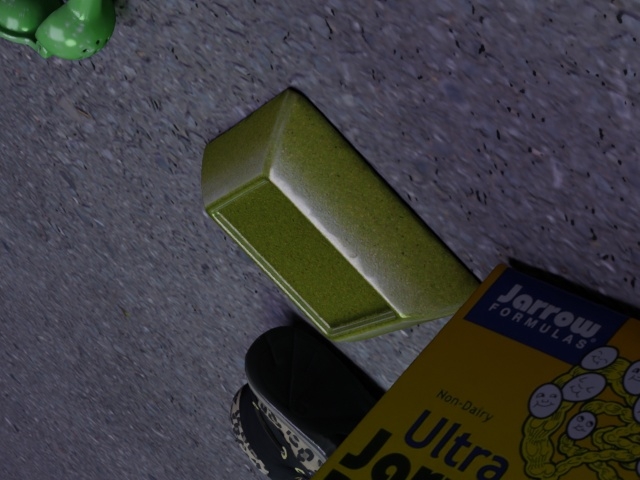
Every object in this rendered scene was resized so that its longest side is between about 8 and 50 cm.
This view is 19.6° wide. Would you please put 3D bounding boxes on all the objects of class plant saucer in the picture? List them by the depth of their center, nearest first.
[{"bbox_3d":[0.000,0.000,1.241,0.188,0.045,0.188,46,158,-8],"label":"plant saucer"}]

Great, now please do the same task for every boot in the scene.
[{"bbox_3d":[0.019,0.182,1.499,0.236,0.085,0.178,48,161,5],"label":"boot"}]

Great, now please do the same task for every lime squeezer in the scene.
[{"bbox_3d":[-0.199,-0.173,1.252,0.310,0.059,0.110,12,143,54],"label":"lime squeezer"}]

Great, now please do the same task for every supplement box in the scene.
[{"bbox_3d":[0.094,0.222,1.062,0.194,0.356,0.195,23,152,41],"label":"supplement box"}]
